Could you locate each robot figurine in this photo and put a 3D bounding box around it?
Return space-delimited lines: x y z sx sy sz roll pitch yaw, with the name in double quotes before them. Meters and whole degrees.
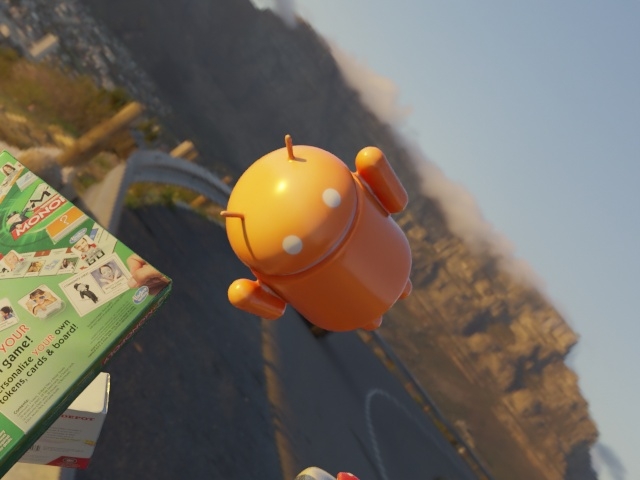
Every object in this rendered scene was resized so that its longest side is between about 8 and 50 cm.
"robot figurine" -0.001 0.002 0.842 0.219 0.158 0.128 46 36 -45

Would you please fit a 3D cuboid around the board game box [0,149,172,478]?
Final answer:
"board game box" -0.316 0.089 0.830 0.213 0.317 0.046 37 -27 9

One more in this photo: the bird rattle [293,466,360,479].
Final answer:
"bird rattle" 0.048 0.318 1.002 0.207 0.143 0.253 50 10 -28

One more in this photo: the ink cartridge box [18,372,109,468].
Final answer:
"ink cartridge box" -0.391 0.262 1.380 0.127 0.175 0.072 11 46 -17
